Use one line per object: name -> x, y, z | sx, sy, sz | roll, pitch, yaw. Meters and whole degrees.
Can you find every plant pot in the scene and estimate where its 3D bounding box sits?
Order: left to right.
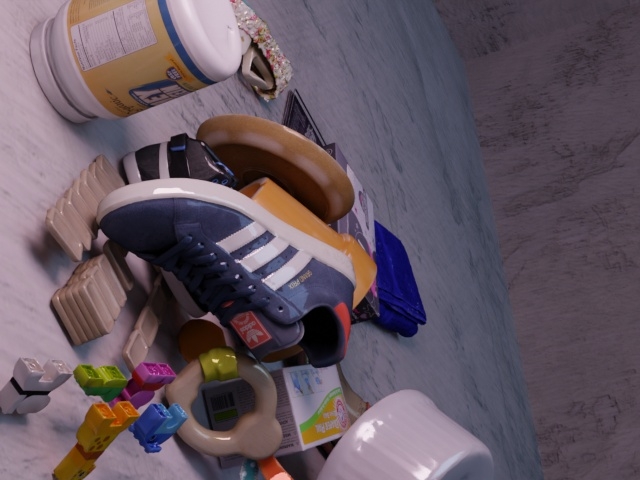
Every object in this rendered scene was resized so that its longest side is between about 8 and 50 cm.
plant pot -> -0.068, -0.084, 1.471 | 0.236, 0.236, 0.032 | 54, 52, -44
plant pot -> -0.061, 0.026, 1.438 | 0.188, 0.205, 0.205 | 51, 24, -14

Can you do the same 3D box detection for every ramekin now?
ramekin -> 0.116, 0.356, 1.474 | 0.277, 0.135, 0.277 | -31, 136, -37

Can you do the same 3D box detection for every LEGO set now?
LEGO set -> -0.213, 0.176, 1.022 | 0.087, 0.093, 0.227 | 46, 13, 24

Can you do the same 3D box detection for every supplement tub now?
supplement tub -> -0.203, -0.219, 1.199 | 0.144, 0.200, 0.144 | -17, 90, -71

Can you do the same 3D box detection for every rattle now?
rattle -> -0.107, 0.207, 1.285 | 0.199, 0.130, 0.143 | 53, -20, -23

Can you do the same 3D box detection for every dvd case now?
dvd case -> -0.027, -0.154, 1.953 | 0.164, 0.018, 0.221 | 60, 23, -32

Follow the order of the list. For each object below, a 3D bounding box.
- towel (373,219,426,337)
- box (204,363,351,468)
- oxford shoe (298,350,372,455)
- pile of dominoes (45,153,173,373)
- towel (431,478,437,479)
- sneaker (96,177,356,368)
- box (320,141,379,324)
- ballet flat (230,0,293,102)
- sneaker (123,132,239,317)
towel -> 0.120, 0.055, 2.102 | 0.308, 0.076, 0.227 | 35, 42, -62
box -> -0.049, 0.221, 1.393 | 0.203, 0.114, 0.103 | 11, 63, -71
oxford shoe -> 0.069, 0.285, 1.652 | 0.123, 0.130, 0.348 | -69, 138, -63
pile of dominoes -> -0.236, 0.022, 1.185 | 0.251, 0.040, 0.196 | -83, 151, -68
towel -> 0.002, 0.435, 1.018 | 0.090, 0.320, 0.374 | 46, 31, -66
sneaker -> -0.091, 0.049, 1.196 | 0.350, 0.131, 0.148 | 22, 53, -36
box -> 0.000, 0.000, 1.691 | 0.247, 0.142, 0.163 | -89, 155, -42
ballet flat -> -0.116, -0.310, 1.743 | 0.241, 0.091, 0.077 | 45, 54, -48
sneaker -> -0.143, -0.024, 1.292 | 0.079, 0.121, 0.217 | -47, 115, -83
